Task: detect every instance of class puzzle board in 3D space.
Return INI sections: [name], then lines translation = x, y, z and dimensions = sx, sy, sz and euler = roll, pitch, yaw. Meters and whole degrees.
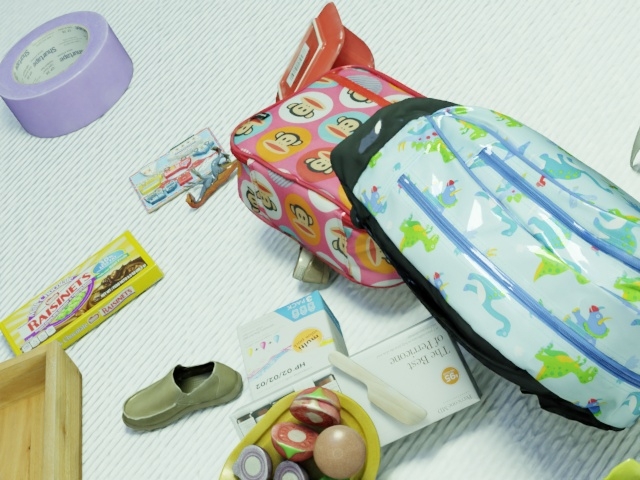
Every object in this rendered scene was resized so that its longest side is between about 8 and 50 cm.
[puzzle board]
translation = -0.187, -0.095, 2.254
dimensions = 0.128, 0.011, 0.096
euler = -33, 38, -2

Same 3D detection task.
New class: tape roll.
[tape roll]
translation = -0.371, -0.242, 2.481
dimensions = 0.189, 0.080, 0.189
euler = -18, 41, 16

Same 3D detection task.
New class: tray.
[tray]
translation = -0.364, 0.307, 1.883
dimensions = 0.203, 0.076, 0.411
euler = -22, 40, 11

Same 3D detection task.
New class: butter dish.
[butter dish]
translation = 0.023, -0.196, 2.147
dimensions = 0.160, 0.118, 0.160
euler = -61, 18, 21

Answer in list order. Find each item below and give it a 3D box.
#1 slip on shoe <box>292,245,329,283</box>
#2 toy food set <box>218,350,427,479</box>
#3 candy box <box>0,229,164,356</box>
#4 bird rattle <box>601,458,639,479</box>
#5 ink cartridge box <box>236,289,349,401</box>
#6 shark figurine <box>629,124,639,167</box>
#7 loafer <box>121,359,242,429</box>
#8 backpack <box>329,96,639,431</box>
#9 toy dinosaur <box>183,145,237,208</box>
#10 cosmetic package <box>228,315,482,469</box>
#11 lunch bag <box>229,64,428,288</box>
[slip on shoe]
translation = 0.000, 0.000, 2.004
dimensions = 0.041, 0.051, 0.135
euler = 18, 39, -3
[toy food set]
translation = -0.012, 0.214, 1.677
dimensions = 0.128, 0.071, 0.218
euler = 41, 94, 7
[candy box]
translation = -0.300, 0.074, 2.130
dimensions = 0.206, 0.027, 0.105
euler = -37, 35, -7
[bird rattle]
translation = 0.210, 0.298, 1.477
dimensions = 0.253, 0.143, 0.207
euler = -24, 55, 13
[ink cartridge box]
translation = -0.020, 0.148, 1.835
dimensions = 0.104, 0.061, 0.181
euler = -26, 39, 7
[shark figurine]
translation = 0.422, -0.070, 1.759
dimensions = 0.278, 0.116, 0.166
euler = 12, 21, 32
[loafer]
translation = -0.161, 0.167, 1.918
dimensions = 0.148, 0.050, 0.056
euler = -22, 39, 12
[backpack]
translation = 0.210, 0.024, 1.648
dimensions = 0.273, 0.290, 0.355
euler = -39, 42, 17
[toy dinosaur]
translation = -0.138, -0.078, 2.181
dimensions = 0.090, 0.047, 0.082
euler = 7, 74, 17
[cosmetic package]
translation = 0.036, 0.168, 1.739
dimensions = 0.239, 0.099, 0.060
euler = -27, 0, 7
[lunch bag]
translation = 0.068, -0.086, 1.962
dimensions = 0.258, 0.120, 0.293
euler = -32, 43, -28
